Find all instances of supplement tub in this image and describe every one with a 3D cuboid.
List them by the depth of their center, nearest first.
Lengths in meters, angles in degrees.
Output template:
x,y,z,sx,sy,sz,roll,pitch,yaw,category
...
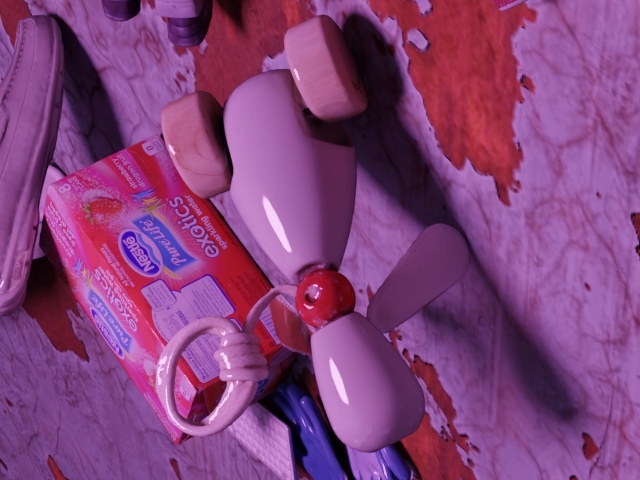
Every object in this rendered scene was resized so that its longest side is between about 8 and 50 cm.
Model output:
x,y,z,sx,sy,sz,roll,pitch,yaw,category
-0.315,-0.032,2.154,0.071,0.071,0.107,55,151,16,supplement tub

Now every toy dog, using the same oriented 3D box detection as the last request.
x,y,z,sx,sy,sz,roll,pitch,yaw,category
0.000,0.000,1.518,0.220,0.161,0.333,-4,80,22,toy dog

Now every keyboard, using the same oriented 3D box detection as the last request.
x,y,z,sx,sy,sz,roll,pitch,yaw,category
-0.090,0.165,1.972,0.256,0.014,0.072,34,142,53,keyboard

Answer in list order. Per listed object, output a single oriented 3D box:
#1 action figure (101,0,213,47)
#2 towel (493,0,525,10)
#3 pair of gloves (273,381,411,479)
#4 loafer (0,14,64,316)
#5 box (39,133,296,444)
x,y,z,sx,sy,sz,roll,pitch,yaw,category
-0.146,-0.271,1.539,0.185,0.099,0.285,9,153,5,action figure
0.107,-0.318,1.189,0.237,0.037,0.329,-18,99,63,towel
0.022,0.194,1.817,0.159,0.023,0.198,63,154,1,pair of gloves
-0.317,-0.082,1.910,0.112,0.111,0.319,114,165,-63,loafer
-0.145,0.045,1.860,0.257,0.128,0.122,53,151,18,box
